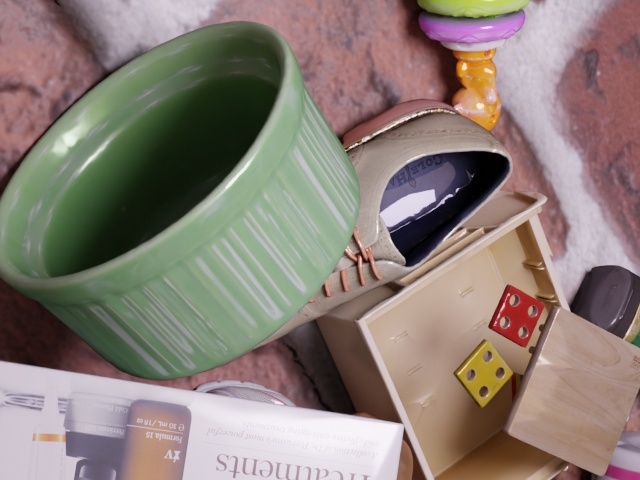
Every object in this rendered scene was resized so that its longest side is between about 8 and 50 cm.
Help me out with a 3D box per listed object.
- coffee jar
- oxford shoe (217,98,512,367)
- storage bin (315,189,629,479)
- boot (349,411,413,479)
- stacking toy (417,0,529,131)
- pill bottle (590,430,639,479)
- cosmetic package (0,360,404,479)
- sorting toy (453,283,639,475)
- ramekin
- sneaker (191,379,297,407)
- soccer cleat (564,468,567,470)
[{"bbox_3d":[0.353,0.106,1.708,0.184,0.079,0.096,37,67,-28],"label":"coffee jar"},{"bbox_3d":[0.000,0.000,1.447,0.397,0.146,0.140,-38,115,-10],"label":"oxford shoe"},{"bbox_3d":[0.157,0.119,1.576,0.260,0.123,0.262,-32,110,-22],"label":"storage bin"},{"bbox_3d":[-0.010,0.293,1.452,0.109,0.220,0.283,18,83,-11],"label":"boot"},{"bbox_3d":[0.152,-0.248,1.527,0.175,0.165,0.302,-22,119,-39],"label":"stacking toy"},{"bbox_3d":[0.367,0.362,1.702,0.160,0.160,0.283,1,96,-29],"label":"pill bottle"},{"bbox_3d":[-0.139,0.258,1.257,0.377,0.097,0.284,10,84,-13],"label":"cosmetic package"},{"bbox_3d":[0.236,0.142,1.526,0.274,0.046,0.132,26,83,-30],"label":"sorting toy"},{"bbox_3d":[-0.114,-0.028,1.312,0.303,0.303,0.148,-48,124,-16],"label":"ramekin"},{"bbox_3d":[-0.119,0.193,1.436,0.252,0.111,0.103,-6,99,-29],"label":"sneaker"},{"bbox_3d":[0.231,0.233,1.681,0.083,0.035,0.029,19,87,-30],"label":"soccer cleat"}]
